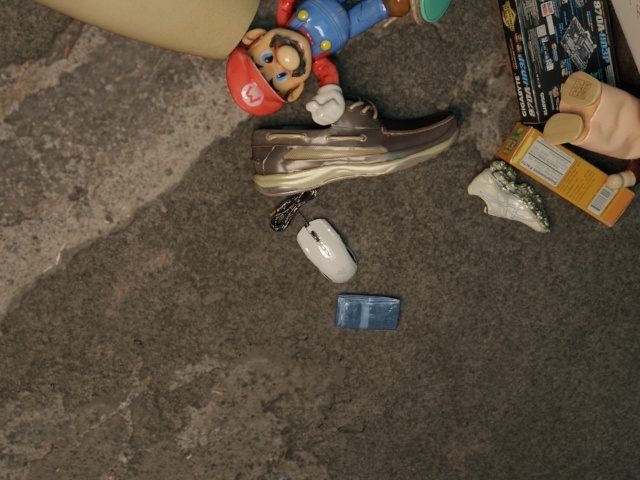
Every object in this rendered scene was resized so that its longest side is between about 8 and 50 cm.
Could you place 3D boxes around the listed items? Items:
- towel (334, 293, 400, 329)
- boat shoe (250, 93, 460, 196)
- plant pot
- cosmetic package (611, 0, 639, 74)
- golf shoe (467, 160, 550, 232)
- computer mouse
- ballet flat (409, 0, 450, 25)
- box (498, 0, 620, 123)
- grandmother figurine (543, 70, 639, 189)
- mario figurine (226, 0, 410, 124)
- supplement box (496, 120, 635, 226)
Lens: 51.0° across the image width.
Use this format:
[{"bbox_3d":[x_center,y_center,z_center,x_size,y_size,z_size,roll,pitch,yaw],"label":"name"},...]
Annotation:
[{"bbox_3d":[0.087,0.133,1.238,0.120,0.029,0.067,4,105,-7],"label":"towel"},{"bbox_3d":[0.054,-0.171,1.099,0.356,0.132,0.130,-15,106,-3],"label":"boat shoe"},{"bbox_3d":[-0.233,-0.386,0.969,0.274,0.256,0.256,28,101,-28],"label":"plant pot"},{"bbox_3d":[0.647,-0.380,0.925,0.328,0.329,0.393,-9,72,-4],"label":"cosmetic package"},{"bbox_3d":[0.338,-0.067,1.204,0.176,0.069,0.086,40,130,-21],"label":"golf shoe"},{"bbox_3d":[0.000,0.000,1.185,0.106,0.042,0.193,-38,105,4],"label":"computer mouse"},{"bbox_3d":[0.166,-0.489,1.002,0.108,0.106,0.315,-10,121,-42],"label":"ballet flat"},{"bbox_3d":[0.398,-0.325,1.113,0.175,0.051,0.220,-23,108,-15],"label":"box"},{"bbox_3d":[0.540,-0.183,1.128,0.343,0.104,0.207,14,114,-29],"label":"grandmother figurine"},{"bbox_3d":[-0.004,-0.310,1.014,0.320,0.170,0.198,-43,68,-8],"label":"mario figurine"},{"bbox_3d":[0.430,-0.118,1.182,0.234,0.078,0.080,31,103,-13],"label":"supplement box"}]
